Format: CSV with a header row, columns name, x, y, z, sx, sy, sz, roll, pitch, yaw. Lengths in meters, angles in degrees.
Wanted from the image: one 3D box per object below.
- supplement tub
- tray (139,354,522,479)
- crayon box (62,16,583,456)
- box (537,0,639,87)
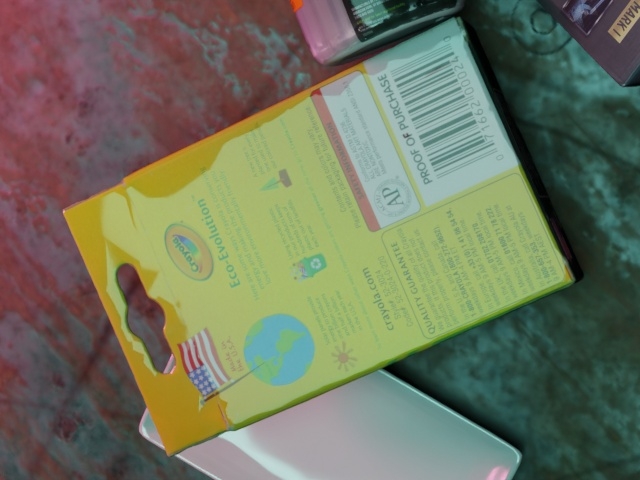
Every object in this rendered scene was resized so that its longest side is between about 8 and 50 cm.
name,x,y,z,sx,sy,sz,roll,pitch,yaw
supplement tub,0.016,-0.226,1.152,0.117,0.117,0.190,-22,90,19
tray,0.006,0.148,1.255,0.270,0.030,0.145,29,105,12
crayon box,0.000,0.000,1.186,0.318,0.081,0.202,-24,86,12
box,0.213,-0.243,1.066,0.183,0.059,0.233,50,126,23
